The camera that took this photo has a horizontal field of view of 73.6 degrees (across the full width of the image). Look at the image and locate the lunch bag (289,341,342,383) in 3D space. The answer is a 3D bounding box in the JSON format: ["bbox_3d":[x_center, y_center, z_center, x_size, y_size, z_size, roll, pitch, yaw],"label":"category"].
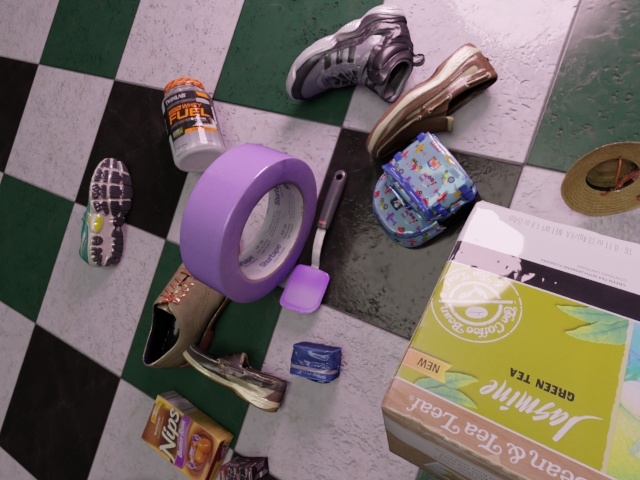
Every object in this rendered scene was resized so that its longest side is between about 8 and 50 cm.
[{"bbox_3d":[-0.005,0.231,0.802,0.099,0.067,0.065,5,86,23],"label":"lunch bag"}]

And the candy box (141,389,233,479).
[{"bbox_3d":[-0.286,0.418,0.910,0.187,0.053,0.109,23,94,26],"label":"candy box"}]

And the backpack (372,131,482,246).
[{"bbox_3d":[0.165,-0.078,0.743,0.173,0.117,0.158,-36,70,18],"label":"backpack"}]

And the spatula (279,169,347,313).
[{"bbox_3d":[0.000,0.000,0.850,0.084,0.030,0.296,17,90,24],"label":"spatula"}]

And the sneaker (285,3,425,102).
[{"bbox_3d":[0.064,-0.321,0.823,0.269,0.101,0.153,-28,70,15],"label":"sneaker"}]

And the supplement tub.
[{"bbox_3d":[-0.288,-0.260,0.963,0.117,0.117,0.190,-23,75,19],"label":"supplement tub"}]

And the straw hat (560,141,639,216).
[{"bbox_3d":[0.439,-0.106,0.651,0.145,0.144,0.061,-10,41,22],"label":"straw hat"}]

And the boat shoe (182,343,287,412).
[{"bbox_3d":[-0.169,0.261,0.862,0.224,0.080,0.073,27,80,11],"label":"boat shoe"}]

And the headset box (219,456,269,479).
[{"bbox_3d":[-0.153,0.451,0.841,0.083,0.062,0.032,-10,79,23],"label":"headset box"}]

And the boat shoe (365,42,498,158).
[{"bbox_3d":[0.199,-0.228,0.760,0.257,0.095,0.095,-42,75,13],"label":"boat shoe"}]

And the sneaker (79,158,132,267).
[{"bbox_3d":[-0.553,-0.072,1.068,0.110,0.107,0.275,7,86,34],"label":"sneaker"}]

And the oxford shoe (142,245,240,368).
[{"bbox_3d":[-0.268,0.111,0.898,0.123,0.130,0.348,16,90,25],"label":"oxford shoe"}]

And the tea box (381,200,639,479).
[{"bbox_3d":[0.293,0.170,0.528,0.329,0.220,0.323,19,59,25],"label":"tea box"}]

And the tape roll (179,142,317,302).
[{"bbox_3d":[-0.117,-0.029,0.772,0.090,0.275,0.274,24,93,23],"label":"tape roll"}]
